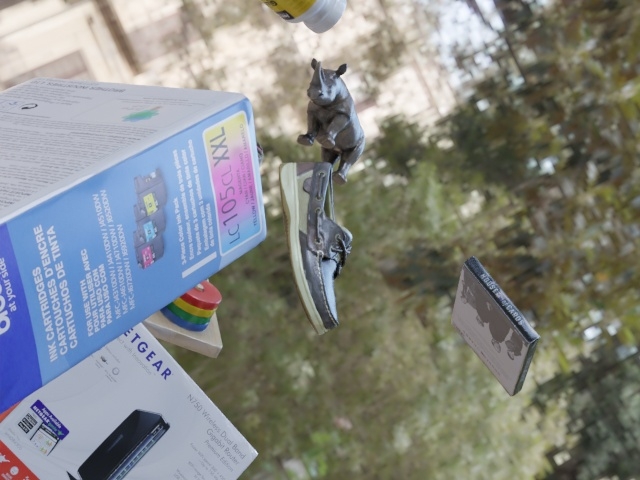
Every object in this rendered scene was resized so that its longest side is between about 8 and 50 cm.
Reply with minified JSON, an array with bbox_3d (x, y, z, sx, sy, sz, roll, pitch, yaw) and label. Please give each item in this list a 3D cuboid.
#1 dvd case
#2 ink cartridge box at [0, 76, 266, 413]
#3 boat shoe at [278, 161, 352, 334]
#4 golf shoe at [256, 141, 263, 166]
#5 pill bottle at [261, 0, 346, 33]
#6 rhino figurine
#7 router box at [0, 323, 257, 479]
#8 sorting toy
[{"bbox_3d":[0.293,0.150,2.240,0.179,0.029,0.239,52,-16,22],"label":"dvd case"},{"bbox_3d":[-0.270,-0.003,1.073,0.270,0.395,0.151,9,-64,35],"label":"ink cartridge box"},{"bbox_3d":[0.000,0.000,1.539,0.080,0.073,0.223,66,11,-60],"label":"boat shoe"},{"bbox_3d":[-0.155,-0.100,1.567,0.186,0.067,0.086,10,-53,14],"label":"golf shoe"},{"bbox_3d":[-0.048,-0.391,1.977,0.184,0.103,0.103,35,2,-35],"label":"pill bottle"},{"bbox_3d":[0.013,-0.178,1.902,0.073,0.106,0.243,16,-29,20],"label":"rhino figurine"},{"bbox_3d":[-0.304,0.304,1.917,0.335,0.301,0.082,51,-22,-22],"label":"router box"},{"bbox_3d":[-0.283,0.060,2.250,0.089,0.255,0.257,-60,-158,19],"label":"sorting toy"}]
